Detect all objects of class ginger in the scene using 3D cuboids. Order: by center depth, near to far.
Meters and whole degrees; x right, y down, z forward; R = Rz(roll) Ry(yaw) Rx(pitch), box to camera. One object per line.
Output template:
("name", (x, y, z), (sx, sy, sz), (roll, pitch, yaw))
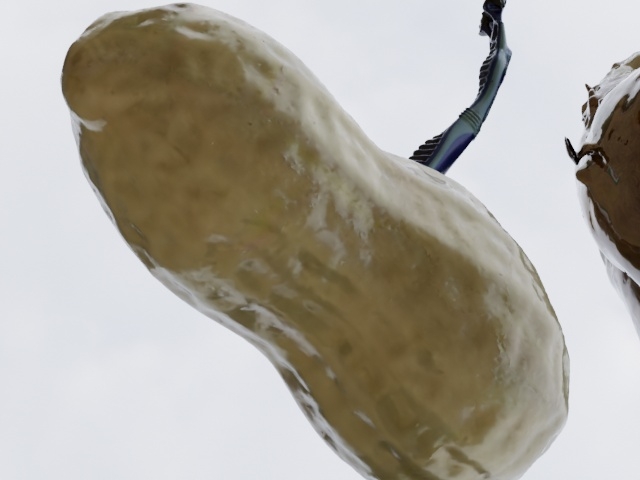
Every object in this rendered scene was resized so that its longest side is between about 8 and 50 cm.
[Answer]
("ginger", (0.242, -0.047, 1.130), (0.176, 0.254, 0.418), (-15, -156, 11))

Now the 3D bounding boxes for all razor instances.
("razor", (0.073, -0.071, 0.923), (0.028, 0.044, 0.154), (21, -126, 9))

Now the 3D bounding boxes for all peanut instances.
("peanut", (0.000, 0.000, 0.747), (0.123, 0.123, 0.257), (-42, -81, 19))
